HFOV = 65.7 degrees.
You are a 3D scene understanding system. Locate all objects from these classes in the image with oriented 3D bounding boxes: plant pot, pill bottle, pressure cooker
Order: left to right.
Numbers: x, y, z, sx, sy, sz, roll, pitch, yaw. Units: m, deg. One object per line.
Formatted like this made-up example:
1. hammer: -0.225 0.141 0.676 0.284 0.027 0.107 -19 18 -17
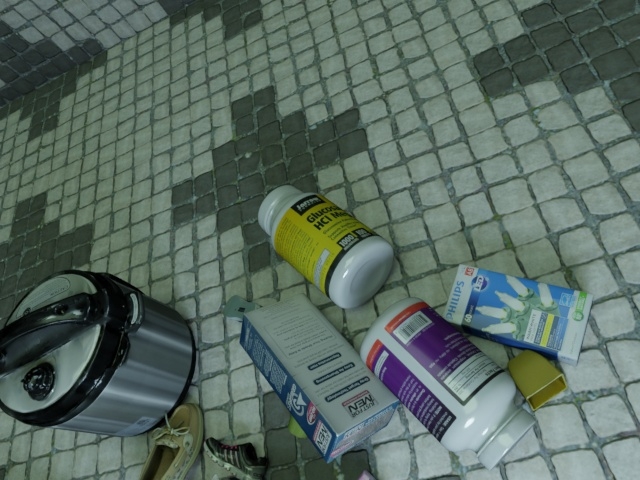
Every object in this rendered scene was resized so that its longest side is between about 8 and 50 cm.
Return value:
1. pressure cooker: -0.553 0.269 1.200 0.376 0.420 0.369 18 75 32
2. plant pot: -0.036 0.392 1.104 0.083 0.083 0.079 26 91 33
3. pill bottle: 0.000 0.000 1.209 0.334 0.188 0.188 38 85 34
4. pill bottle: 0.240 0.270 0.959 0.181 0.181 0.323 -46 59 -2
5. plant pot: 0.409 0.260 0.952 0.081 0.081 0.083 -37 45 5

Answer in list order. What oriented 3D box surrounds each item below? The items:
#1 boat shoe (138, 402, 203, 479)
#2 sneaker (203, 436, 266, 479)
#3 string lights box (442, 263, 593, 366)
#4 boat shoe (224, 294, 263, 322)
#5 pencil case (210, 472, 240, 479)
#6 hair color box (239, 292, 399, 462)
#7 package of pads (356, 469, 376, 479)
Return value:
1. boat shoe: -0.357 0.512 1.161 0.105 0.089 0.285 -12 46 25
2. sneaker: -0.190 0.488 1.134 0.170 0.063 0.074 23 77 27
3. string lights box: 0.398 0.147 1.012 0.260 0.077 0.133 13 73 30
4. boat shoe: -0.181 0.193 1.280 0.183 0.083 0.065 5 65 57
5. pencil case: -0.046 0.584 0.942 0.410 0.183 0.160 3 36 28
6. hair color box: -0.015 0.279 1.077 0.174 0.105 0.347 -16 45 -35
7. package of pads: 0.104 0.511 0.998 0.083 0.032 0.050 35 85 34
